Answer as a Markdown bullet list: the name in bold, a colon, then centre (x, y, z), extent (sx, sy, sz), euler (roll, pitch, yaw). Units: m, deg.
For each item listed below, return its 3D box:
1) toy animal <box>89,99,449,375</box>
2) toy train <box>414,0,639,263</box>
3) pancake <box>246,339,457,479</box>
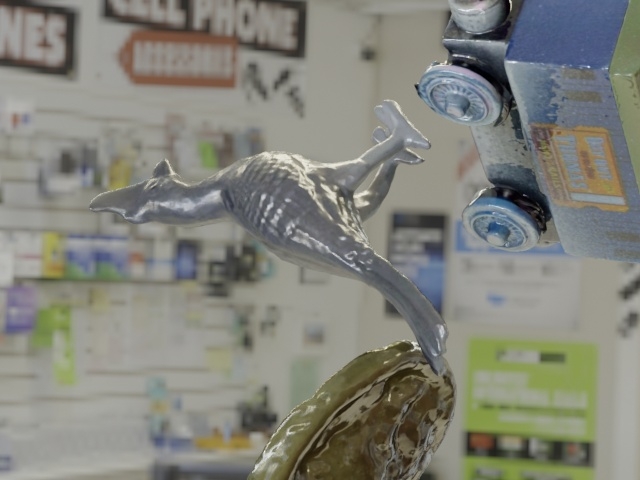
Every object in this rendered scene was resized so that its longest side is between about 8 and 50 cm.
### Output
- **toy animal**: centre (0.009, -0.028, 1.398), extent (0.367, 0.081, 0.206), euler (23, 55, 34)
- **toy train**: centre (0.203, -0.090, 1.409), extent (0.202, 0.131, 0.299), euler (8, -33, 26)
- **pancake**: centre (0.029, 0.178, 1.394), extent (0.050, 0.242, 0.242), euler (35, 17, 29)
